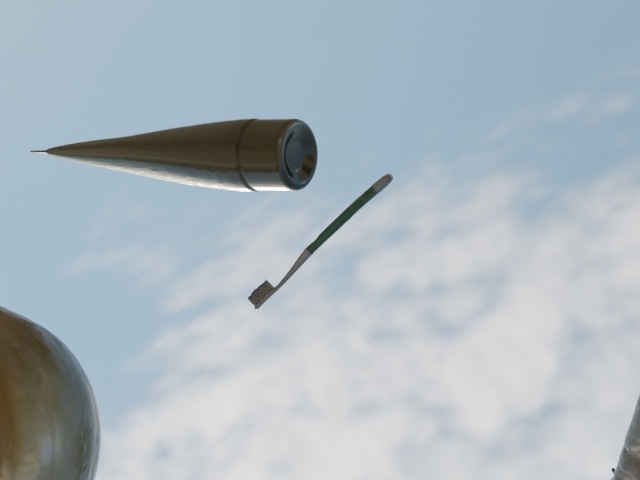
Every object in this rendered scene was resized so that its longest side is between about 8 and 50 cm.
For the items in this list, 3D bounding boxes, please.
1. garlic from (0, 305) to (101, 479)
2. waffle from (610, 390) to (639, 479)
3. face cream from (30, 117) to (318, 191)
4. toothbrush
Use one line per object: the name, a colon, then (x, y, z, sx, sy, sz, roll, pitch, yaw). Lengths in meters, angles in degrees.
garlic: (-0.253, 0.168, 1.512, 0.164, 0.244, 0.145, 1, 176, -2)
waffle: (0.422, 0.279, 1.957, 0.304, 0.348, 0.077, 35, -121, 19)
face cream: (-0.166, -0.100, 2.279, 0.341, 0.084, 0.137, 2, -179, 33)
toothbrush: (0.000, 0.000, 2.550, 0.257, 0.024, 0.018, -42, 180, 15)
